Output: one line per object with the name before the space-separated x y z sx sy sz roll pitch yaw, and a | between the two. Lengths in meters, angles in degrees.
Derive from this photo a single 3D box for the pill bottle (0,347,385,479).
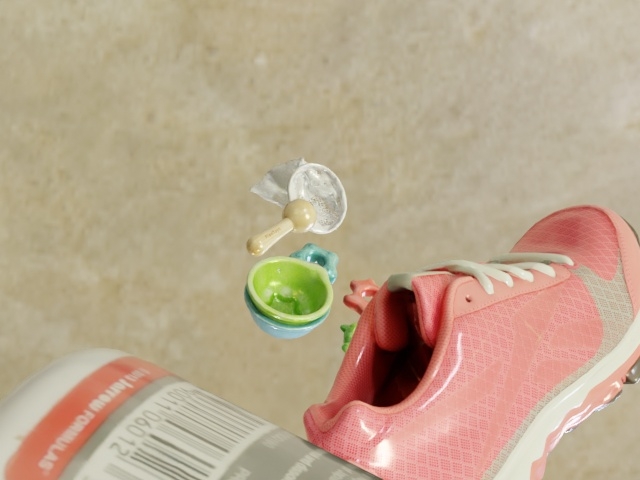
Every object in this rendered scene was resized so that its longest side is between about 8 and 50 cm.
pill bottle | 0.021 0.205 0.613 0.363 0.210 0.210 26 137 12

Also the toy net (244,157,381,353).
toy net | 0.000 0.000 1.323 0.122 0.232 0.045 9 131 -8

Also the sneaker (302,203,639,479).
sneaker | 0.094 0.054 0.919 0.116 0.314 0.136 -7 121 40
